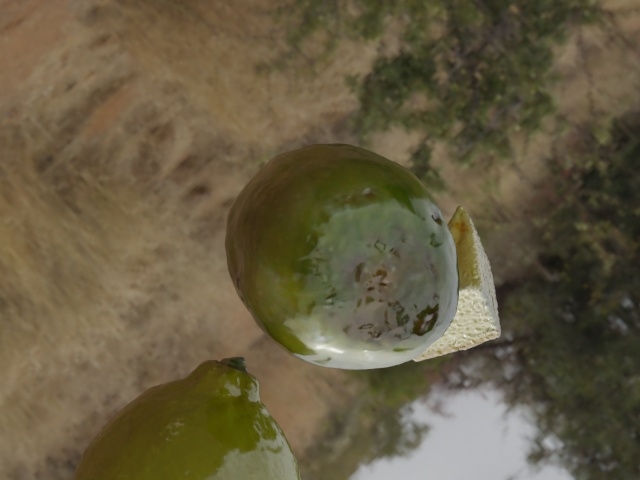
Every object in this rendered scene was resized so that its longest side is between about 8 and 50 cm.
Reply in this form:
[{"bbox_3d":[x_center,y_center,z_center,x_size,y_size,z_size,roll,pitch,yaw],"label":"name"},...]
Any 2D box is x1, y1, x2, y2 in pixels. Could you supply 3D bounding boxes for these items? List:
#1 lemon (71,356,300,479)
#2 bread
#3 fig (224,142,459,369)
[{"bbox_3d":[-0.102,0.207,0.956,0.184,0.184,0.248,-24,133,-71],"label":"lemon"},{"bbox_3d":[0.102,0.029,1.066,0.080,0.109,0.084,-14,139,11],"label":"bread"},{"bbox_3d":[0.011,-0.006,0.944,0.167,0.167,0.233,-45,-144,21],"label":"fig"}]
